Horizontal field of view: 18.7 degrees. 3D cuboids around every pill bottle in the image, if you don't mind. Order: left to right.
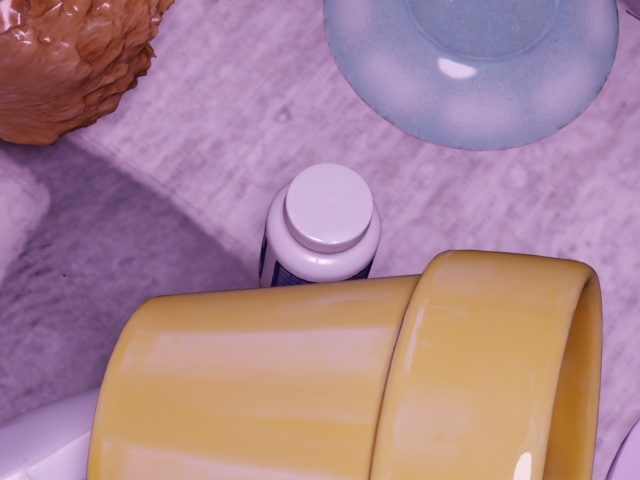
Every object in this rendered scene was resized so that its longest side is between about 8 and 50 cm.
[{"bbox_3d":[0.000,0.000,1.133,0.067,0.120,0.067,2,69,-5],"label":"pill bottle"}]

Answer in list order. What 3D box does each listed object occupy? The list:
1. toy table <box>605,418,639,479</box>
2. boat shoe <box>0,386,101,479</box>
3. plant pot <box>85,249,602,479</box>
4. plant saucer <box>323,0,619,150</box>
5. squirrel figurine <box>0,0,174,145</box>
[{"bbox_3d":[0.252,0.187,1.066,0.252,0.161,0.274,-11,69,-10],"label":"toy table"},{"bbox_3d":[-0.200,0.190,1.058,0.301,0.108,0.102,-37,109,-30],"label":"boat shoe"},{"bbox_3d":[0.014,0.124,1.034,0.239,0.254,0.254,6,68,13],"label":"plant pot"},{"bbox_3d":[0.100,-0.153,1.248,0.195,0.037,0.195,2,69,-4],"label":"plant saucer"},{"bbox_3d":[-0.255,-0.254,1.168,0.397,0.281,0.370,7,57,-18],"label":"squirrel figurine"}]
